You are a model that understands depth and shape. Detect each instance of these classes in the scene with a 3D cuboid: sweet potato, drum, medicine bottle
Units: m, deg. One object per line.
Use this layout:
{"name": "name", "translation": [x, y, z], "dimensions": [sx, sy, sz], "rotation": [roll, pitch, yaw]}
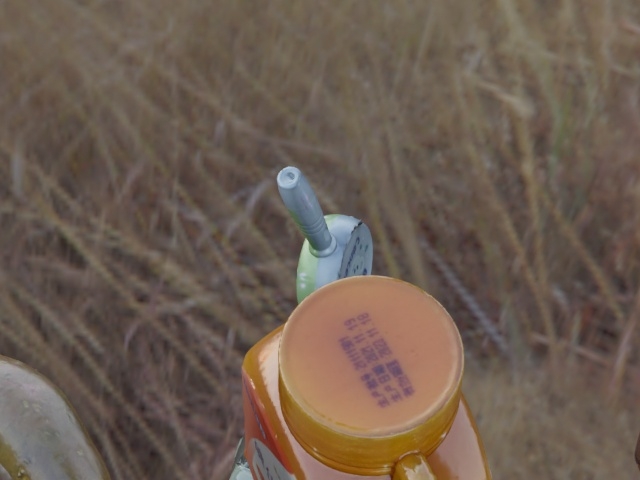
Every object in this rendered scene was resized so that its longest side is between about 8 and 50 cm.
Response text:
{"name": "sweet potato", "translation": [-0.234, 0.178, 1.422], "dimensions": [0.346, 0.108, 0.079], "rotation": [50, 46, 8]}
{"name": "drum", "translation": [0.007, -0.015, 1.754], "dimensions": [0.049, 0.253, 0.130], "rotation": [10, 50, 19]}
{"name": "medicine bottle", "translation": [0.025, 0.120, 1.017], "dimensions": [0.112, 0.222, 0.149], "rotation": [-20, 60, -13]}

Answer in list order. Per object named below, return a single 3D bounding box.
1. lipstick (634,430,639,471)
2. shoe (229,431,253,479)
{"name": "lipstick", "translation": [0.343, 0.025, 1.486], "dimensions": [0.077, 0.418, 0.077], "rotation": [13, 6, -1]}
{"name": "shoe", "translation": [-0.045, 0.267, 1.459], "dimensions": [0.109, 0.293, 0.149], "rotation": [21, 16, -3]}
